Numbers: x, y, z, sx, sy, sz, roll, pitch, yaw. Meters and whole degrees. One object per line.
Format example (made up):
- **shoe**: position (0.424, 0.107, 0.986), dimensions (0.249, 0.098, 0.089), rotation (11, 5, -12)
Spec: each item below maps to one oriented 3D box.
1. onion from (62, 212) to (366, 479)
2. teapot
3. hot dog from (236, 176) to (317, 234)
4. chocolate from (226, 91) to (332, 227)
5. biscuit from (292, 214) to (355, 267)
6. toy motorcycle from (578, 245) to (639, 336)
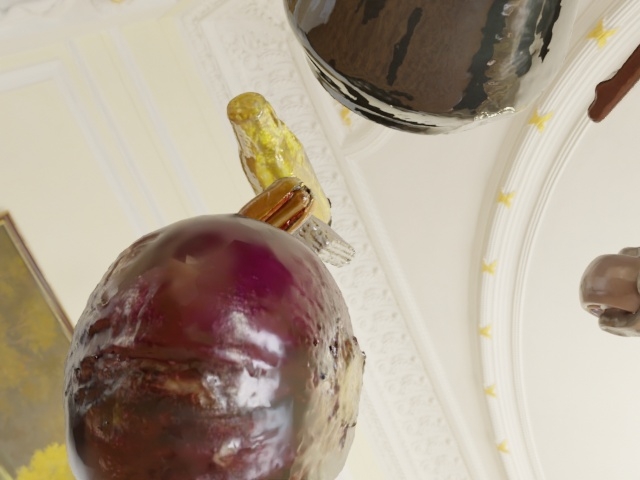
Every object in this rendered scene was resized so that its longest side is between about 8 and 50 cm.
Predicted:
- **onion**: position (-0.100, 0.102, 0.608), dimensions (0.282, 0.337, 0.260), rotation (-1, -92, 24)
- **teapot**: position (0.156, -0.281, 0.529), dimensions (0.376, 0.306, 0.361), rotation (43, -32, 17)
- **hot dog**: position (-0.104, -0.006, 0.905), dimensions (0.236, 0.092, 0.062), rotation (-41, -137, 19)
- **chocolate**: position (-0.082, -0.152, 1.295), dimensions (0.162, 0.162, 0.445), rotation (31, -17, 25)
- **biscuit**: position (0.000, 0.000, 1.229), dimensions (0.108, 0.239, 0.062), rotation (43, -85, 16)
- **toy motorcycle**: position (0.290, 0.039, 0.405), dimensions (0.254, 0.112, 0.112), rotation (4, -61, 57)
